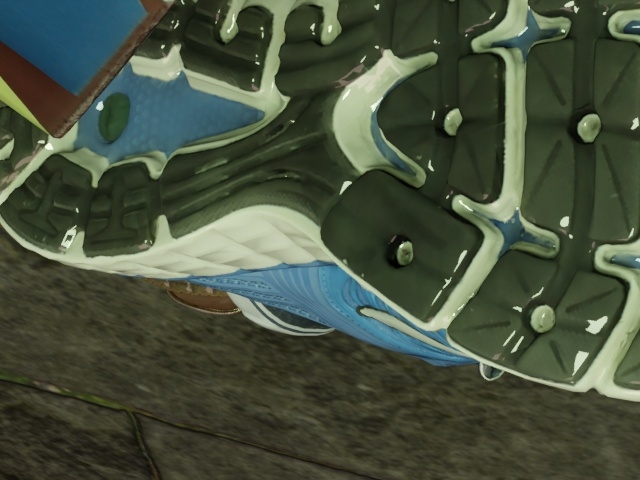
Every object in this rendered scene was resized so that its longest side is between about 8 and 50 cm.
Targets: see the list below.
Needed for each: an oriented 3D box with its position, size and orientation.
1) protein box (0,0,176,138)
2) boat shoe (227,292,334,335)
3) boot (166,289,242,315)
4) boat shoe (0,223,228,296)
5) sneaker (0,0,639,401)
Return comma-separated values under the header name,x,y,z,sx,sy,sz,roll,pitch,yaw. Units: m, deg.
name,x,y,z,sx,sy,sz,roll,pitch,yaw
protein box,-0.067,-0.169,0.384,0.200,0.201,0.136,37,164,-9
boat shoe,0.000,0.000,0.759,0.083,0.065,0.183,14,163,29
boot,-0.042,-0.002,0.940,0.106,0.037,0.114,-2,152,13
boat shoe,-0.082,-0.027,0.884,0.190,0.072,0.068,19,118,31
sneaker,0.055,-0.023,0.553,0.330,0.130,0.147,11,177,41
